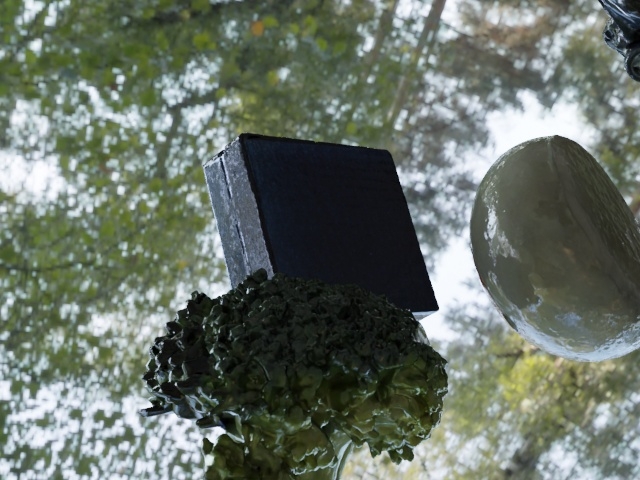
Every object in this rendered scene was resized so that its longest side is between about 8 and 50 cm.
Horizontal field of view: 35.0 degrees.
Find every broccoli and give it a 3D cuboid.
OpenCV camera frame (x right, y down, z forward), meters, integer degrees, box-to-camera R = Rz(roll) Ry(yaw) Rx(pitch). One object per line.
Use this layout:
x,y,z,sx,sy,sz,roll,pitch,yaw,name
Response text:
-0.027,0.183,1.134,0.347,0.281,0.293,0,-169,-30,broccoli

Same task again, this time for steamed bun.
0.281,0.021,1.218,0.283,0.177,0.283,42,-150,-31,steamed bun

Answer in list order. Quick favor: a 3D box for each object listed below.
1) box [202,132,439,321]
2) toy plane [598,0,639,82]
0.000,0.000,1.405,0.279,0.116,0.261,2,-114,-42,box
0.346,-0.160,0.926,0.316,0.103,0.204,41,-156,-22,toy plane
